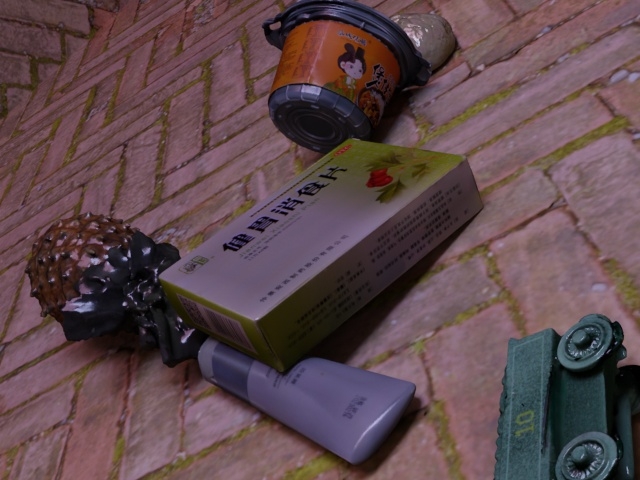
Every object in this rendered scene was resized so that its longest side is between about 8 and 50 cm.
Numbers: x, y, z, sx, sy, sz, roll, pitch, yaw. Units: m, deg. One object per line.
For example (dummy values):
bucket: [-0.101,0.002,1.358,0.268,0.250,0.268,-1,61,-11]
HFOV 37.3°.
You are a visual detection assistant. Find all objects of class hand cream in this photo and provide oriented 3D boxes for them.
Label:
hand cream: [-0.022,0.122,0.802,0.255,0.048,0.079,12,57,52]

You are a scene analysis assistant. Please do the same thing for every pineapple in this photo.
pineapple: [-0.215,0.060,1.033,0.170,0.141,0.310,-21,23,-34]

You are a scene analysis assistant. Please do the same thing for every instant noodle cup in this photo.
instant noodle cup: [0.014,-0.182,1.117,0.208,0.177,0.125,10,63,21]

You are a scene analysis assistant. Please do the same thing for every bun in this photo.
bun: [0.113,-0.250,1.194,0.115,0.069,0.115,-27,29,16]

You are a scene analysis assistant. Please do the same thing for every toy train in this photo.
toy train: [0.153,0.119,0.579,0.099,0.070,0.172,-27,29,33]

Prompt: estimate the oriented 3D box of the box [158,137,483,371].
box: [0.000,0.001,0.884,0.260,0.062,0.175,-38,30,-24]
